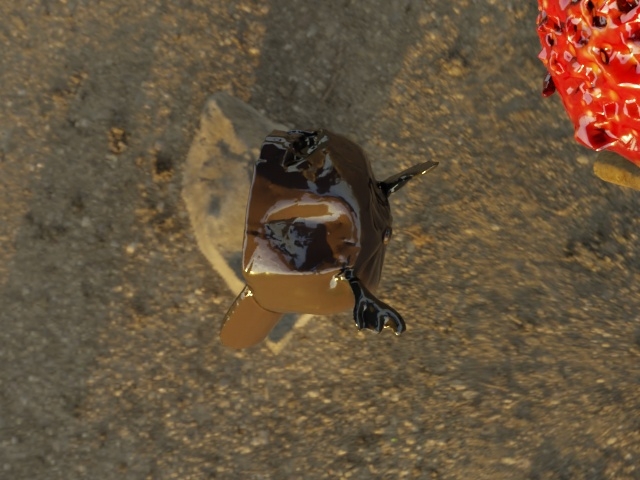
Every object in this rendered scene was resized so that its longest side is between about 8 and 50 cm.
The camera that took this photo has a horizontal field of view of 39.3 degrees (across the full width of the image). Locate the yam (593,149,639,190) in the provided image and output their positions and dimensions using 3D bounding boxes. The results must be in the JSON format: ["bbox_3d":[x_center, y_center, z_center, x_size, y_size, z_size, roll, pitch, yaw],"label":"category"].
[{"bbox_3d":[0.401,-0.070,1.045,0.045,0.327,0.045,39,95,-11],"label":"yam"}]

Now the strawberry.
[{"bbox_3d":[0.197,-0.148,0.461,0.187,0.201,0.184,-5,46,28],"label":"strawberry"}]

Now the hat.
[{"bbox_3d":[0.019,0.023,1.053,0.209,0.238,0.336,21,136,7],"label":"hat"}]
